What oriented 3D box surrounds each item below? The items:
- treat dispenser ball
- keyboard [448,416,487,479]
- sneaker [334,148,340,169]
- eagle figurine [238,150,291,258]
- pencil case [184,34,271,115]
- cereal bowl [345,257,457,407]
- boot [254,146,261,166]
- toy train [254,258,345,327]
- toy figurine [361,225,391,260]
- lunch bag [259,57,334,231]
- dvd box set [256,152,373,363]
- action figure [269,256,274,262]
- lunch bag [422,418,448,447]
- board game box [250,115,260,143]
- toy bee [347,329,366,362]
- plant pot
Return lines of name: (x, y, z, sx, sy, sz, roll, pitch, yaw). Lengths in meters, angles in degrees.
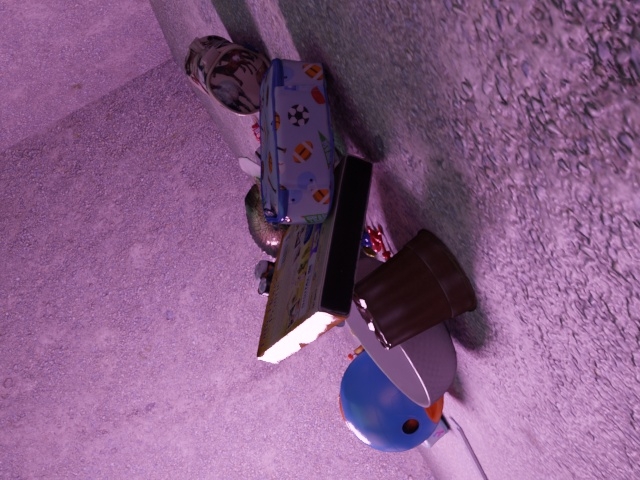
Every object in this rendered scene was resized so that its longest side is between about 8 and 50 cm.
treat dispenser ball: (0.193, 0.431, 1.741, 0.288, 0.288, 0.288, 57, 173, 11)
keyboard: (0.459, 0.650, 1.951, 0.256, 0.014, 0.072, 62, 178, -21)
sneaker: (-0.021, -0.185, 1.423, 0.292, 0.110, 0.118, 62, -175, 34)
eagle figurine: (-0.115, -0.102, 1.799, 0.226, 0.225, 0.298, 30, -116, -73)
pencil case: (-0.245, -0.436, 1.618, 0.183, 0.160, 0.410, 52, 177, -28)
cereal bowl: (0.168, 0.171, 1.329, 0.339, 0.141, 0.339, 51, 168, 15)
boot: (-0.171, -0.229, 2.254, 0.258, 0.095, 0.123, 61, 166, -27)
toy train: (-0.036, 0.143, 1.836, 0.334, 0.142, 0.190, 15, -160, -27)
toy figurine: (0.000, 0.000, 1.536, 0.362, 0.217, 0.191, 51, 170, 46)
lunch bag: (-0.054, -0.167, 1.162, 0.243, 0.115, 0.303, -164, 74, -76)
dvd box set: (-0.022, 0.058, 1.261, 0.420, 0.062, 0.308, 133, 152, -61)
action figure: (-0.033, -0.039, 2.012, 0.248, 0.276, 0.370, 20, -175, -46)
lunch bag: (0.315, 0.574, 2.170, 0.279, 0.108, 0.224, 52, 166, 6)
board game box: (-0.222, -0.377, 2.248, 0.133, 0.033, 0.169, 52, 170, 42)
toy bee: (0.163, 0.370, 2.212, 0.195, 0.162, 0.298, 56, 173, 29)
plant pot: (0.149, 0.092, 1.089, 0.167, 0.165, 0.167, 58, 174, 10)
